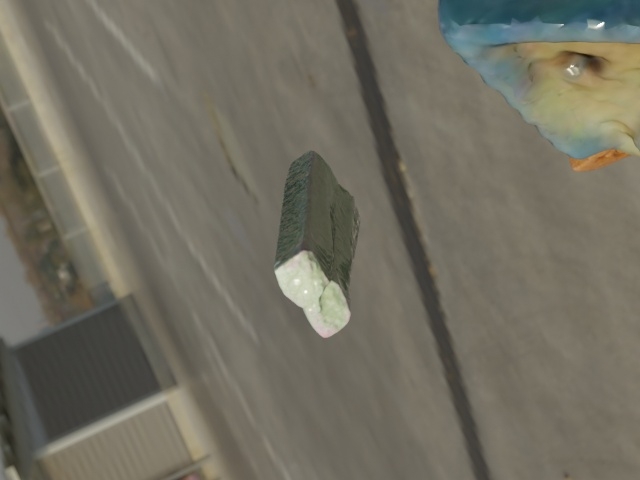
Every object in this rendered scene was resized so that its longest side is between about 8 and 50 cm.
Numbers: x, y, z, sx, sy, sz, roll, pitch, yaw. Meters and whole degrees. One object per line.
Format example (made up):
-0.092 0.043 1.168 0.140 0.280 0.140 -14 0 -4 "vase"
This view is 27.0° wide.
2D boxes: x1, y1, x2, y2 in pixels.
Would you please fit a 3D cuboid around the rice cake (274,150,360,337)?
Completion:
-0.001 0.000 1.092 0.080 0.042 0.222 56 -165 -19 "rice cake"

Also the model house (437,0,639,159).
0.250 -0.203 0.691 0.382 0.342 0.335 129 157 -66 "model house"

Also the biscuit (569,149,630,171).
0.430 -0.176 1.624 0.043 0.283 0.306 65 -175 18 "biscuit"
